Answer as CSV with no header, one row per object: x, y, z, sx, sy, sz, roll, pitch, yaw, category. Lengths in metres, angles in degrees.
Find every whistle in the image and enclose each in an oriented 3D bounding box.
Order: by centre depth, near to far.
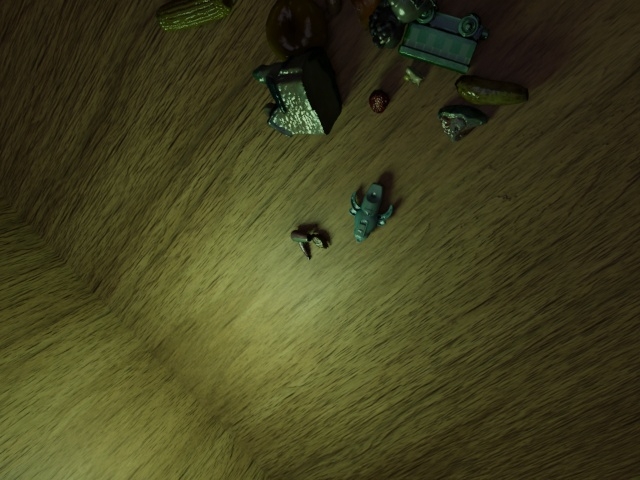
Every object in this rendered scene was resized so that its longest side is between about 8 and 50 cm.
0.202,-0.114,1.991,0.187,0.093,0.273,23,112,13,whistle

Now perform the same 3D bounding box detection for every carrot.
0.225,-0.881,1.683,0.225,0.159,0.159,-24,99,16,carrot

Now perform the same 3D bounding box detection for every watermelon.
0.527,-0.433,1.761,0.187,0.071,0.139,15,118,15,watermelon

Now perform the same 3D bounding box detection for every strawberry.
0.227,-0.543,1.834,0.083,0.083,0.096,5,139,20,strawberry

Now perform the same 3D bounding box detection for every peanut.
0.059,-0.939,1.756,0.080,0.080,0.174,18,118,15,peanut

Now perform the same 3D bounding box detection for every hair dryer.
-0.072,0.024,2.166,0.106,0.054,0.154,14,135,40,hair dryer

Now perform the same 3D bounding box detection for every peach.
-0.093,-0.819,1.819,0.252,0.153,0.250,6,115,13,peach

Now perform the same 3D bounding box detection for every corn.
-0.526,-0.959,1.945,0.345,0.131,0.131,-4,107,23,corn

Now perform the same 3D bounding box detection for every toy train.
0.432,-0.723,1.664,0.301,0.120,0.202,23,119,12,toy train

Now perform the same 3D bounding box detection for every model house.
-0.104,-0.570,1.829,0.285,0.243,0.298,0,137,26,model house

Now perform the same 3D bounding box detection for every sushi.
0.000,0.000,2.134,0.099,0.047,0.050,49,133,2,sushi

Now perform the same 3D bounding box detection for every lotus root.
0.605,-0.527,1.668,0.259,0.110,0.097,15,111,17,lotus root

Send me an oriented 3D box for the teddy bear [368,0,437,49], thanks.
0.263,-0.792,1.586,0.144,0.171,0.251,16,136,-32,teddy bear

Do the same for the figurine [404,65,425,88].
0.350,-0.617,1.777,0.083,0.047,0.050,42,128,8,figurine
